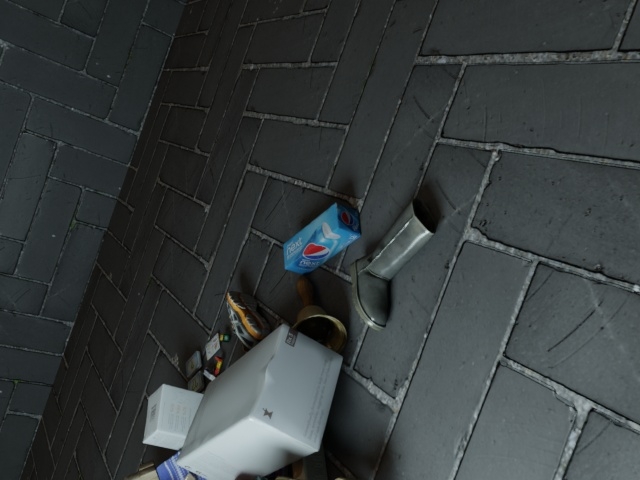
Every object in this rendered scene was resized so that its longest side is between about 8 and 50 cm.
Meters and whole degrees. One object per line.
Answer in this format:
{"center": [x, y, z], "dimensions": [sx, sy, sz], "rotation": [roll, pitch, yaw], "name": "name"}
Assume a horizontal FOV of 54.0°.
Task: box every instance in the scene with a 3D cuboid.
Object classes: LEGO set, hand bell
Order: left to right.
{"center": [-0.325, 0.363, 1.761], "dimensions": [0.244, 0.060, 0.183], "rotation": [-46, 44, 34], "name": "LEGO set"}
{"center": [-0.027, 0.149, 1.401], "dimensions": [0.126, 0.126, 0.242], "rotation": [-58, 23, 20], "name": "hand bell"}

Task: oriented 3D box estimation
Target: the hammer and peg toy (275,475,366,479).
{"center": [0.007, 0.578, 1.093], "dimensions": [0.266, 0.127, 0.362], "rotation": [1, 75, 58], "name": "hammer and peg toy"}

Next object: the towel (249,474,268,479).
{"center": [-0.121, 0.612, 1.000], "dimensions": [0.271, 0.040, 0.370], "rotation": [38, 97, 30], "name": "towel"}

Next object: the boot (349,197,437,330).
{"center": [0.148, 0.047, 1.211], "dimensions": [0.208, 0.076, 0.190], "rotation": [-40, 45, 29], "name": "boot"}

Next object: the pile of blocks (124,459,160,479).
{"center": [-0.428, 0.742, 1.600], "dimensions": [0.362, 0.112, 0.149], "rotation": [53, 155, 43], "name": "pile of blocks"}

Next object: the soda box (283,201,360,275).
{"center": [0.000, 0.000, 1.444], "dimensions": [0.210, 0.067, 0.071], "rotation": [-38, 45, 42], "name": "soda box"}

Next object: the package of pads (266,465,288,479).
{"center": [-0.093, 0.518, 1.358], "dimensions": [0.050, 0.031, 0.083], "rotation": [-36, 47, 46], "name": "package of pads"}

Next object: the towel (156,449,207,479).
{"center": [-0.285, 0.607, 1.529], "dimensions": [0.336, 0.040, 0.243], "rotation": [-43, 62, 37], "name": "towel"}

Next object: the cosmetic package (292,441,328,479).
{"center": [-0.026, 0.438, 1.272], "dimensions": [0.041, 0.060, 0.115], "rotation": [-44, 40, 36], "name": "cosmetic package"}

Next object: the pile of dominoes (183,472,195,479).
{"center": [-0.328, 0.704, 1.469], "dimensions": [0.196, 0.040, 0.251], "rotation": [-40, 47, 3], "name": "pile of dominoes"}

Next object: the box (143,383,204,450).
{"center": [-0.359, 0.469, 1.639], "dimensions": [0.091, 0.170, 0.130], "rotation": [-43, 35, 37], "name": "box"}

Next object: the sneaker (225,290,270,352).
{"center": [-0.203, 0.205, 1.635], "dimensions": [0.083, 0.084, 0.215], "rotation": [-64, 34, 20], "name": "sneaker"}

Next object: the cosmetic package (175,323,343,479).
{"center": [-0.133, 0.356, 1.300], "dimensions": [0.385, 0.156, 0.217], "rotation": [-40, 23, 47], "name": "cosmetic package"}
